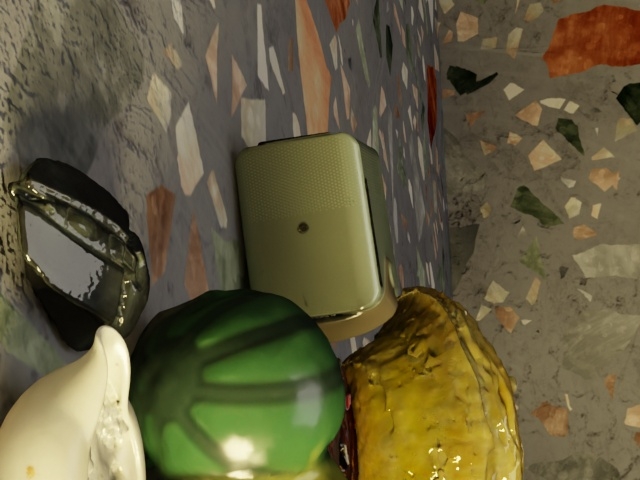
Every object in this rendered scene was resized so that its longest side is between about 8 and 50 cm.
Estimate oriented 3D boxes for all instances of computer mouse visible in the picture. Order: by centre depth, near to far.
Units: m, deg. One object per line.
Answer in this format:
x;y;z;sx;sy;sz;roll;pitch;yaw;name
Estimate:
-0.168;0.015;0.874;0.192;0.062;0.106;68;21;-57;computer mouse

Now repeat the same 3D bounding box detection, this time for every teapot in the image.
-0.162;0.167;0.776;0.145;0.092;0.226;-52;137;-68;teapot

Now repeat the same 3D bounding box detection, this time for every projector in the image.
0.000;0.000;1.409;0.177;0.163;0.243;8;73;-76;projector

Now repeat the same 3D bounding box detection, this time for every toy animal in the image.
-0.067;0.208;0.966;0.191;0.216;0.338;-5;87;-51;toy animal

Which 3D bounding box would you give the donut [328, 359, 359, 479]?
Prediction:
-0.016;0.254;1.381;0.230;0.095;0.216;-79;162;-52;donut

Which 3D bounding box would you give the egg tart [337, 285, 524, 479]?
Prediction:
0.111;0.274;1.558;0.443;0.178;0.443;179;-90;-73;egg tart
